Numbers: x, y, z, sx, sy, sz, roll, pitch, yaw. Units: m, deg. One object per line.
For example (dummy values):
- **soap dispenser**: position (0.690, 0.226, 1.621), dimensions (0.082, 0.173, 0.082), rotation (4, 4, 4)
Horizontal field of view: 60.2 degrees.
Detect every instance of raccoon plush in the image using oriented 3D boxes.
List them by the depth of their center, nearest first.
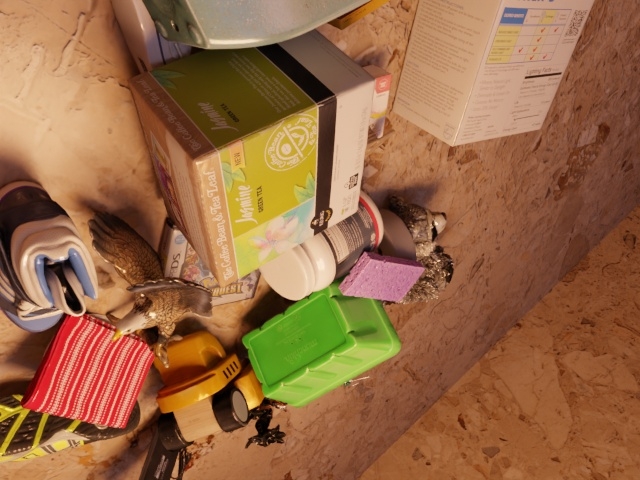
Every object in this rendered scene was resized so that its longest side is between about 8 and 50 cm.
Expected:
- **raccoon plush**: position (0.199, 0.084, 1.616), dimensions (0.446, 0.216, 0.299), rotation (-48, 136, 0)

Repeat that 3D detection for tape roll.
- **tape roll**: position (0.155, 0.027, 1.486), dimensions (0.072, 0.219, 0.219), rotation (-20, 136, -34)

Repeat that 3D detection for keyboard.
- **keyboard**: position (-0.406, 0.600, 1.428), dimensions (0.201, 0.033, 0.317), rotation (68, 25, -43)

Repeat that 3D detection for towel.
- **towel**: position (-0.459, 0.272, 1.139), dimensions (0.275, 0.031, 0.198), rotation (46, 58, -54)

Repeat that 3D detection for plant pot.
- **plant pot**: position (-0.122, -0.392, 0.746), dimensions (0.252, 0.248, 0.247), rotation (-41, 132, -20)

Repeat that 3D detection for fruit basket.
- **fruit basket**: position (0.020, 0.246, 1.480), dimensions (0.392, 0.282, 0.392), rotation (-22, 159, -9)

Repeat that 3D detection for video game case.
- **video game case**: position (-0.241, 0.051, 1.264), dimensions (0.275, 0.035, 0.248), rotation (-8, 128, -41)

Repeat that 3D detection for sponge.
- **sponge**: position (0.153, 0.091, 1.345), dimensions (0.210, 0.031, 0.117), rotation (11, 122, -42)

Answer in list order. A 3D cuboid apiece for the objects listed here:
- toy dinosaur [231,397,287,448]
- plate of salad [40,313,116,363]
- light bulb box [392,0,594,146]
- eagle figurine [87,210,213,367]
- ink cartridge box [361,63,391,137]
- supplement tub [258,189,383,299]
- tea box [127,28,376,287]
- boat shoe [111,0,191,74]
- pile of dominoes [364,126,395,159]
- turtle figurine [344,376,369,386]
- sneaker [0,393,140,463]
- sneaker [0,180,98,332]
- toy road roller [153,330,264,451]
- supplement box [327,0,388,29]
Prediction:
- **toy dinosaur**: position (-0.175, 0.477, 1.606), dimensions (0.164, 0.218, 0.322), rotation (31, 110, -18)
- **plate of salad**: position (-0.496, 0.249, 1.148), dimensions (0.200, 0.048, 0.199), rotation (-24, 118, -57)
- **light bulb box**: position (0.401, -0.447, 1.297), dimensions (0.358, 0.225, 0.360), rotation (-16, 132, -35)
- **eagle figurine**: position (-0.317, 0.102, 1.049), dimensions (0.227, 0.225, 0.298), rotation (6, 127, -10)
- **ink cartridge box**: position (0.088, -0.286, 1.260), dimensions (0.115, 0.067, 0.198), rotation (-24, 138, -29)
- **supplement tub**: position (0.000, 0.000, 1.295), dimensions (0.272, 0.191, 0.191), rotation (-34, 143, -36)
- **tea box**: position (-0.107, -0.148, 0.959), dimensions (0.324, 0.220, 0.329), rotation (-30, 150, -21)
- **boat shoe**: position (-0.248, -0.310, 0.879), dimensions (0.088, 0.096, 0.267), rotation (-38, 144, -20)
- **pile of dominoes**: position (0.039, -0.172, 1.262), dimensions (0.196, 0.040, 0.251), rotation (-34, 177, -43)
- **turtle figurine**: position (0.074, 0.398, 1.834), dimensions (0.234, 0.118, 0.175), rotation (-7, 114, -23)
- **sneaker**: position (-0.568, 0.384, 1.186), dimensions (0.147, 0.145, 0.385), rotation (-31, 154, 29)
- **sneaker**: position (-0.453, 0.084, 0.909), dimensions (0.130, 0.236, 0.322), rotation (-15, 132, -37)
- **toy road roller**: position (-0.278, 0.336, 1.363), dimensions (0.203, 0.240, 0.329), rotation (-22, 180, 10)
- **supplement box**: position (0.007, -0.485, 0.892), dimensions (0.129, 0.191, 0.194), rotation (-37, 143, -16)
